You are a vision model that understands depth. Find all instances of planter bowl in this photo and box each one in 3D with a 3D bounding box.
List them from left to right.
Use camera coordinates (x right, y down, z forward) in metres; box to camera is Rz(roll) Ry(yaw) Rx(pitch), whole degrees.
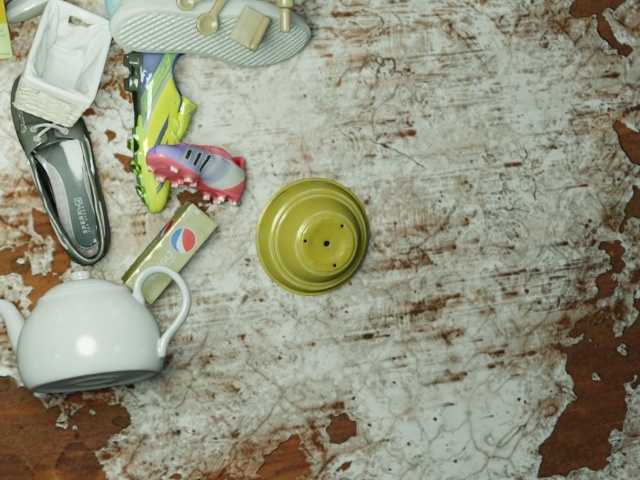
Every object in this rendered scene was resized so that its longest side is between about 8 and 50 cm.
[{"bbox_3d":[0.000,0.000,1.989,0.217,0.090,0.217,-3,99,-18],"label":"planter bowl"}]

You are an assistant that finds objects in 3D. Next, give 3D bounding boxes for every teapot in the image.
[{"bbox_3d":[-0.375,0.140,1.833,0.256,0.252,0.187,1,74,-35],"label":"teapot"}]

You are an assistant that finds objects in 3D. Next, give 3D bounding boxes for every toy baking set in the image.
[{"bbox_3d":[-0.127,-0.427,1.752,0.197,0.030,0.256,-1,101,-27],"label":"toy baking set"}]

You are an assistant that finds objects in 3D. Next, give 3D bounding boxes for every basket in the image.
[{"bbox_3d":[-0.409,-0.278,1.778,0.113,0.103,0.167,20,59,-19],"label":"basket"}]

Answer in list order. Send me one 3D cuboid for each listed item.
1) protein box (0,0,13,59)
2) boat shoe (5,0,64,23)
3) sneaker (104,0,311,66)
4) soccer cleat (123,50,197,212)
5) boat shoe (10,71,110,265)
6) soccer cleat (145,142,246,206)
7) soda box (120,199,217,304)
[{"bbox_3d":[-0.556,-0.368,1.699,0.136,0.200,0.201,-11,102,-17],"label":"protein box"},{"bbox_3d":[-0.436,-0.417,1.804,0.184,0.066,0.063,-35,93,-7],"label":"boat shoe"},{"bbox_3d":[-0.183,-0.390,1.853,0.366,0.135,0.150,3,56,-37],"label":"sneaker"},{"bbox_3d":[-0.262,-0.189,1.876,0.121,0.093,0.289,-5,100,-19],"label":"soccer cleat"},{"bbox_3d":[-0.417,-0.118,1.836,0.112,0.095,0.335,-19,104,-14],"label":"boat shoe"},{"bbox_3d":[-0.204,-0.128,1.860,0.248,0.083,0.095,27,70,-57],"label":"soccer cleat"},{"bbox_3d":[-0.261,0.020,1.927,0.061,0.058,0.181,42,85,-19],"label":"soda box"}]
